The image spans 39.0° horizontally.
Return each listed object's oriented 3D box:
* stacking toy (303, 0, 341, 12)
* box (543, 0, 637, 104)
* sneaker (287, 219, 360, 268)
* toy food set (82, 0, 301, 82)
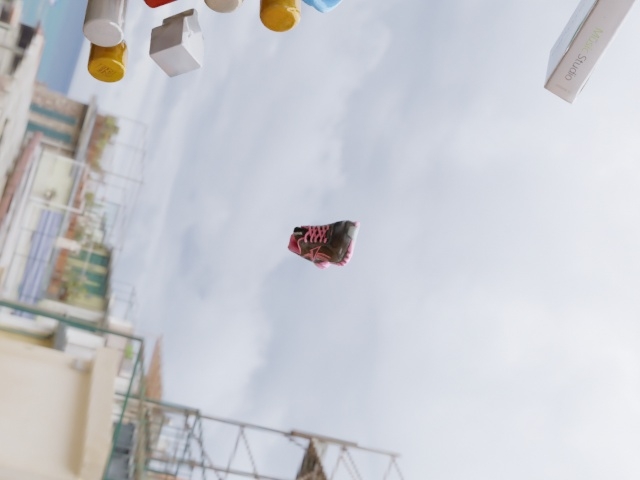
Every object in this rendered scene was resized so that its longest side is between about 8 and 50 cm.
[{"bbox_3d":[0.091,-0.429,1.231,0.302,0.175,0.165,4,-132,44],"label":"stacking toy"},{"bbox_3d":[0.441,-0.360,1.433,0.232,0.059,0.322,-62,178,26],"label":"box"},{"bbox_3d":[0.000,0.000,0.947,0.119,0.057,0.047,-29,-139,65],"label":"sneaker"},{"bbox_3d":[-0.139,-0.245,0.891,0.232,0.111,0.104,-14,-122,23],"label":"toy food set"}]
